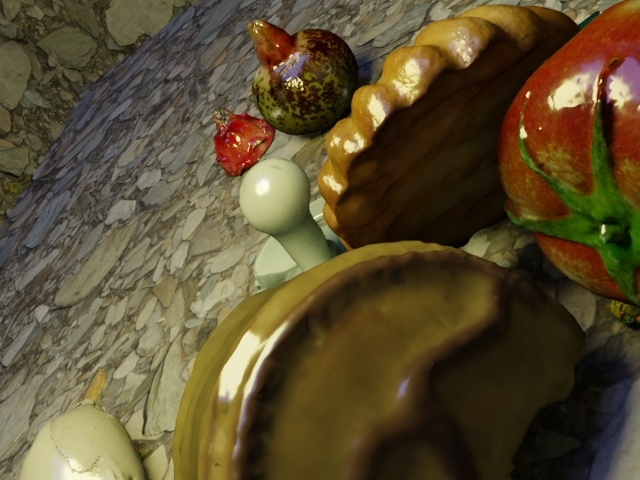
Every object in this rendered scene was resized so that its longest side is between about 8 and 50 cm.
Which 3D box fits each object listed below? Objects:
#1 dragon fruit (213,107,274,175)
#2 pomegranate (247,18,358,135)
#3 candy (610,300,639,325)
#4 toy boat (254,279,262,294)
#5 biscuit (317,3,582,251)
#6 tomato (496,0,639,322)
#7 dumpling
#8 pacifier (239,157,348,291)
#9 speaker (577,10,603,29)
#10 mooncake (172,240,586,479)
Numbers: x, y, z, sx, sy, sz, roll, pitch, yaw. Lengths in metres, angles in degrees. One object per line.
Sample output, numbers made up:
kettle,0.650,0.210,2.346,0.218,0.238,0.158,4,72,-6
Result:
dragon fruit,-0.186,-0.219,1.793,0.153,0.111,0.153,-38,30,26
pomegranate,-0.047,-0.323,1.586,0.214,0.248,0.214,-27,36,22
candy,0.331,0.037,0.852,0.035,0.035,0.123,11,53,46
toy boat,-0.076,0.078,1.316,0.066,0.059,0.140,16,64,40
biscuit,0.139,-0.108,0.859,0.325,0.325,0.107,-40,57,14
tomato,0.314,-0.078,0.732,0.239,0.303,0.303,-46,26,-21
dumpling,-0.373,0.384,1.235,0.341,0.181,0.260,34,92,39
pacifier,0.000,0.000,1.103,0.288,0.269,0.343,-25,37,14
speaker,0.372,-0.271,1.158,0.075,0.060,0.094,-36,-5,20
mooncake,0.068,0.204,0.783,0.246,0.393,0.394,149,110,-66
